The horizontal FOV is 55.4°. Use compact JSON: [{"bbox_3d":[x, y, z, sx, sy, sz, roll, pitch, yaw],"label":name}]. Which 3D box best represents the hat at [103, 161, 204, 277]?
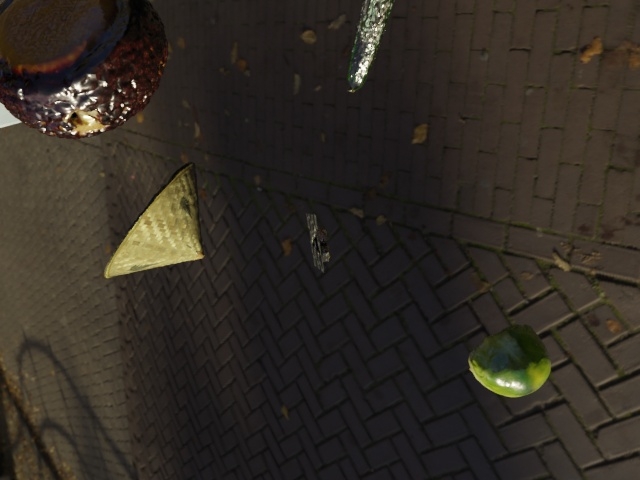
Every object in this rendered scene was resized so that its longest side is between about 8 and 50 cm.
[{"bbox_3d":[-0.146,-0.003,0.619,0.067,0.146,0.146,36,132,-5],"label":"hat"}]

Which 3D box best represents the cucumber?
[{"bbox_3d":[0.103,-0.436,1.258,0.067,0.068,0.293,42,131,29],"label":"cucumber"}]

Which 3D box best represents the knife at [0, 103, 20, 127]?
[{"bbox_3d":[-0.518,-0.157,0.820,0.044,0.331,0.080,28,133,20],"label":"knife"}]

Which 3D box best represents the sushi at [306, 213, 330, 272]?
[{"bbox_3d":[0.000,0.000,1.469,0.201,0.031,0.139,-152,53,-81],"label":"sushi"}]

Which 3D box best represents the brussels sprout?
[{"bbox_3d":[0.378,0.249,1.196,0.152,0.149,0.122,-31,42,9],"label":"brussels sprout"}]

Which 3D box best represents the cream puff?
[{"bbox_3d":[-0.316,-0.242,0.812,0.239,0.239,0.165,47,169,26],"label":"cream puff"}]
